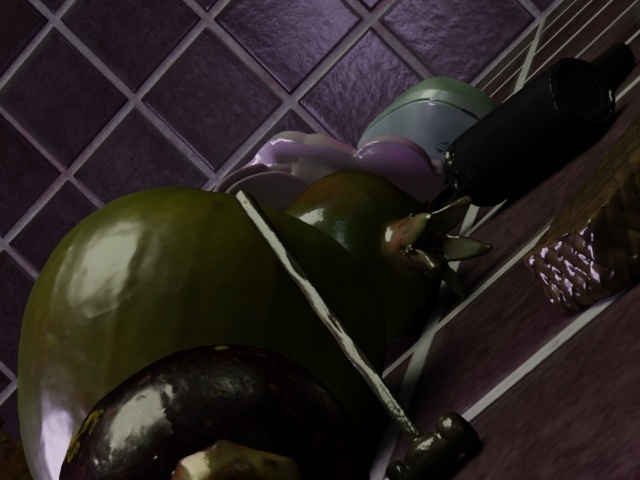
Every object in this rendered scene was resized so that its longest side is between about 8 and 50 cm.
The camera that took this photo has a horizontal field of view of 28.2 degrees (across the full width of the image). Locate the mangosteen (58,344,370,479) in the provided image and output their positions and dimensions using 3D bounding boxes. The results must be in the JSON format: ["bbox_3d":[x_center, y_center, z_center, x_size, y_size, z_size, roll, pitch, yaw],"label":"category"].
[{"bbox_3d":[-0.051,0.170,0.743,0.192,0.192,0.217,-45,42,8],"label":"mangosteen"}]

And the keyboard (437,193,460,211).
[{"bbox_3d":[0.224,-0.094,1.671,0.195,0.018,0.060,-46,11,-17],"label":"keyboard"}]

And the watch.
[{"bbox_3d":[0.000,0.000,1.449,0.217,0.248,0.211,-65,-18,-51],"label":"watch"}]

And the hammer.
[{"bbox_3d":[0.009,0.052,0.863,0.058,0.292,0.029,-44,-41,8],"label":"hammer"}]

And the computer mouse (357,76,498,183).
[{"bbox_3d":[0.155,-0.135,1.846,0.288,0.159,0.097,-41,28,59],"label":"computer mouse"}]

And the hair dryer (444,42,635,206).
[{"bbox_3d":[0.267,-0.154,1.396,0.251,0.089,0.197,-40,-1,-36],"label":"hair dryer"}]

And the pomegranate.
[{"bbox_3d":[0.056,0.014,1.234,0.224,0.181,0.181,-17,23,46],"label":"pomegranate"}]

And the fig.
[{"bbox_3d":[-0.105,0.124,1.026,0.316,0.316,0.316,-45,4,4],"label":"fig"}]

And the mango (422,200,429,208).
[{"bbox_3d":[0.083,-0.035,1.864,0.133,0.111,0.267,-58,2,-16],"label":"mango"}]

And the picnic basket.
[{"bbox_3d":[0.215,-0.039,0.851,0.193,0.055,0.110,-49,5,-24],"label":"picnic basket"}]

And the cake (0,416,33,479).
[{"bbox_3d":[-0.370,0.358,1.240,0.290,0.256,0.282,-46,-4,-40],"label":"cake"}]
